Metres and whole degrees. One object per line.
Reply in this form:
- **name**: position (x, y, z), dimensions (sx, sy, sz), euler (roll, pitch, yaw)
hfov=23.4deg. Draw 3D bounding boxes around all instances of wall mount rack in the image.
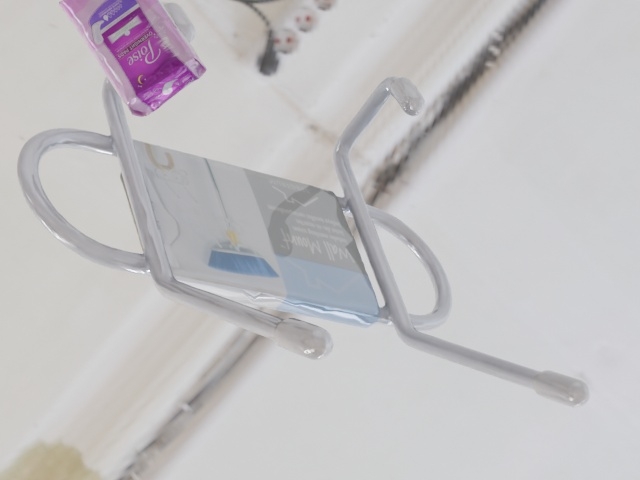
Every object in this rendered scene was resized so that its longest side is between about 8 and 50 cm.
- **wall mount rack**: position (0.000, 0.000, 0.963), dimensions (0.350, 0.304, 0.130), euler (13, -49, -38)

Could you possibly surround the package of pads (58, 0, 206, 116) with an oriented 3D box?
- **package of pads**: position (-0.109, -0.118, 0.892), dimensions (0.050, 0.032, 0.083), euler (-35, -106, 5)
